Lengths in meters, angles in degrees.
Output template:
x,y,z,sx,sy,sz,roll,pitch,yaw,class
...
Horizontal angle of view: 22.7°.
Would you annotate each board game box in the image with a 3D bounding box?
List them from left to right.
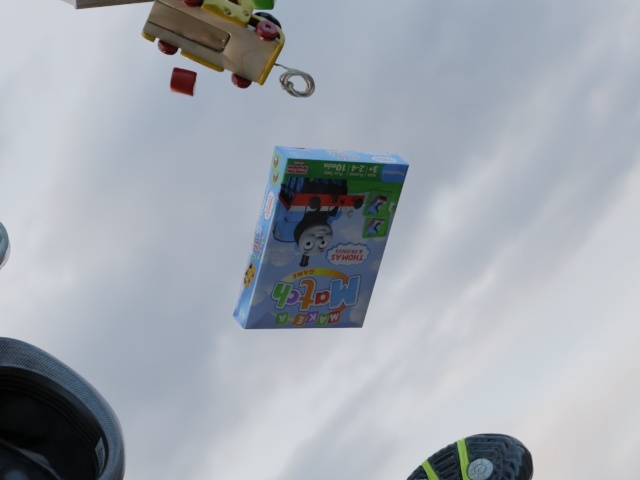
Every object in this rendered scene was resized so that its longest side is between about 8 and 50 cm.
x,y,z,sx,sy,sz,roll,pitch,yaw,class
0.000,0.000,1.797,0.160,0.039,0.211,1,-63,-31,board game box

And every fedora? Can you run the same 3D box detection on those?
x,y,z,sx,sy,sz,roll,pitch,yaw,class
-0.365,0.256,1.894,0.243,0.275,0.124,-37,-22,-48,fedora

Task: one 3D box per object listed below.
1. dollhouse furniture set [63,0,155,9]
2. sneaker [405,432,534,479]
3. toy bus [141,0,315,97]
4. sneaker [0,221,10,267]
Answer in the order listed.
x,y,z,sx,sy,sz,roll,pitch,yaw,class
-0.287,-0.496,2.083,0.303,0.174,0.356,-10,-68,-27,dollhouse furniture set
0.143,0.409,1.927,0.385,0.145,0.147,-59,-39,-7,sneaker
-0.114,-0.270,1.950,0.104,0.191,0.202,-75,-32,-43,toy bus
-0.533,0.051,2.030,0.282,0.102,0.161,-12,-9,-14,sneaker
